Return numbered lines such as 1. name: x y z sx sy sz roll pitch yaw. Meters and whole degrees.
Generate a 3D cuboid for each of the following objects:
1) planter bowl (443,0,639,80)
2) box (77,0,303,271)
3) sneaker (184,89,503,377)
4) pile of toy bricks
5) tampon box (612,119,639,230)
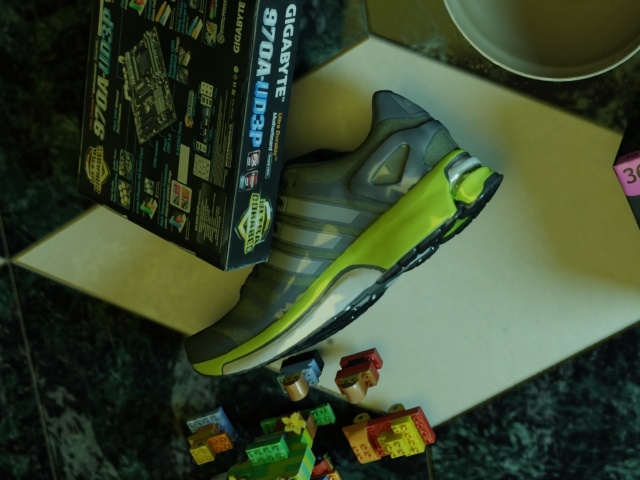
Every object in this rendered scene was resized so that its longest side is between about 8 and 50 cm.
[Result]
1. planter bowl: 0.170 -0.205 1.342 0.162 0.109 0.162 7 116 14
2. box: -0.102 -0.109 1.445 0.175 0.051 0.220 26 119 37
3. sneaker: 0.000 0.000 1.487 0.300 0.111 0.121 -39 80 24
4. pile of toy bricks: -0.026 0.172 1.539 0.212 0.105 0.118 -19 115 21
5. tampon box: 0.298 -0.018 1.387 0.120 0.101 0.161 -20 105 21
